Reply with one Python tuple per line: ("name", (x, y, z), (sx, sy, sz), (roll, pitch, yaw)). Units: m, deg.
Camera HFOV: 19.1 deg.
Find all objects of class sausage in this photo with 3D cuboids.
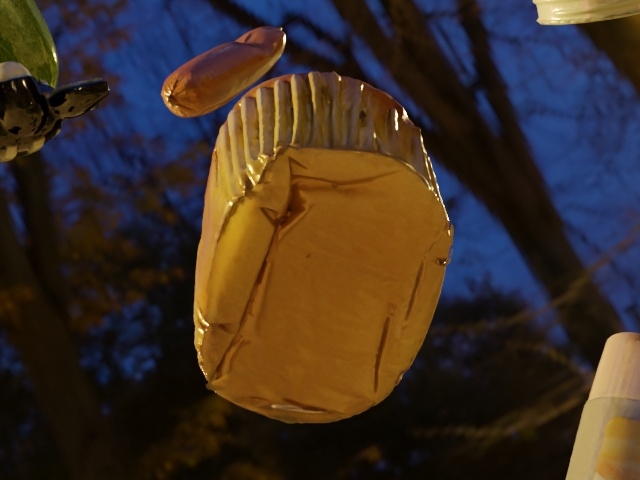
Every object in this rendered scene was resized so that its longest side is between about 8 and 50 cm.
("sausage", (-0.092, -0.162, 1.833), (0.062, 0.054, 0.183), (6, 27, 31))

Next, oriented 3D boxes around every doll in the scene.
("doll", (-0.251, -0.078, 1.312), (0.219, 0.067, 0.091), (-18, -6, -34))

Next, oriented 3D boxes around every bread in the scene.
("bread", (0.000, 0.000, 1.588), (0.204, 0.156, 0.288), (6, -55, -2))

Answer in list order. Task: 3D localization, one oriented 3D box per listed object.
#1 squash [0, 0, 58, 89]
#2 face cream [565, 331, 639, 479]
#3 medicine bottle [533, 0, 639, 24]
("squash", (-0.303, -0.238, 1.376), (0.101, 0.101, 0.379), (-28, -61, 0))
("face cream", (0.212, 0.194, 1.303), (0.107, 0.269, 0.073), (24, -31, -4))
("medicine bottle", (0.225, -0.358, 1.689), (0.179, 0.324, 0.124), (-1, 11, 37))
